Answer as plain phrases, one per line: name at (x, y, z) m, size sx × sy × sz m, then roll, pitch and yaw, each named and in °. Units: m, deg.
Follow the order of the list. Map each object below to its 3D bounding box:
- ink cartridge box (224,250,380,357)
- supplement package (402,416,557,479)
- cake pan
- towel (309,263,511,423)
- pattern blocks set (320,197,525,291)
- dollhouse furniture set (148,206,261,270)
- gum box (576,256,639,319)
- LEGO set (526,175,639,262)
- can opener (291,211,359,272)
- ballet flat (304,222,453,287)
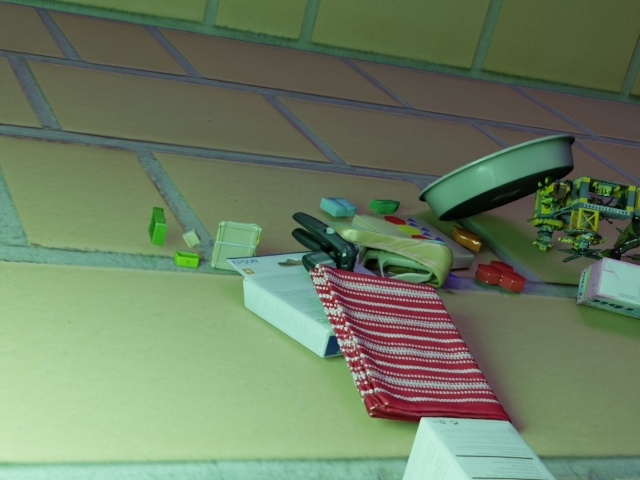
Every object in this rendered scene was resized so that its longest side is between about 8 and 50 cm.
ink cartridge box at (0.013, 0.081, 1.562) m, size 0.223 × 0.045 × 0.224 m, roll -4°, pitch 26°, yaw -43°
supplement package at (0.163, 0.261, 1.104) m, size 0.105 × 0.105 × 0.179 m, roll 6°, pitch 22°, yaw -22°
cake pan at (0.317, -0.105, 2.022) m, size 0.293 × 0.054 × 0.293 m, roll -19°, pitch -9°, yaw -3°
towel at (0.109, 0.129, 1.427) m, size 0.199 × 0.031 × 0.275 m, roll 11°, pitch 32°, yaw -27°
pattern blocks set at (0.153, 0.004, 1.890) m, size 0.285 × 0.026 × 0.325 m, roll 4°, pitch 23°, yaw -28°
dollhouse furniture set at (-0.164, -0.005, 1.621) m, size 0.151 × 0.076 × 0.058 m, roll 8°, pitch 22°, yaw -15°
gum box at (0.513, 0.086, 1.808) m, size 0.188 × 0.062 × 0.107 m, roll 14°, pitch -13°, yaw -2°
LEGO set at (0.518, 0.017, 1.984) m, size 0.331 × 0.192 × 0.255 m, roll 12°, pitch -9°, yaw -17°
can opener at (0.000, 0.000, 1.618) m, size 0.073 × 0.059 × 0.186 m, roll 5°, pitch 21°, yaw -24°
ballet flat at (0.081, 0.024, 1.717) m, size 0.232 × 0.080 × 0.073 m, roll 7°, pitch 56°, yaw 7°
